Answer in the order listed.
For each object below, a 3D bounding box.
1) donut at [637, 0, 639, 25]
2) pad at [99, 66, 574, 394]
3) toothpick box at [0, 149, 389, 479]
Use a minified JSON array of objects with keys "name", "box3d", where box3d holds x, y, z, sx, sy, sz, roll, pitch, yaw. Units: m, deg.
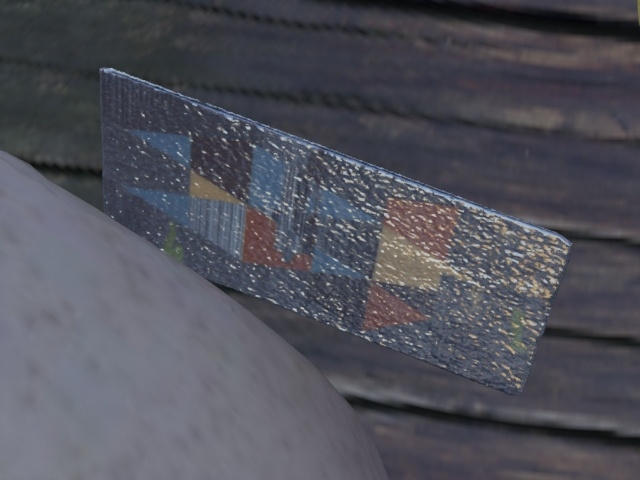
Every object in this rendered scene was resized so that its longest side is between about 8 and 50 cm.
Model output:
[{"name":"donut","box3d":[0.361,-0.128,1.150,0.360,0.170,0.360,13,114,30]},{"name":"pad","box3d":[0.000,0.000,0.877,0.211,0.003,0.143,20,149,7]},{"name":"toothpick box","box3d":[-0.203,0.179,0.456,0.409,0.409,0.425,24,73,-1]}]
